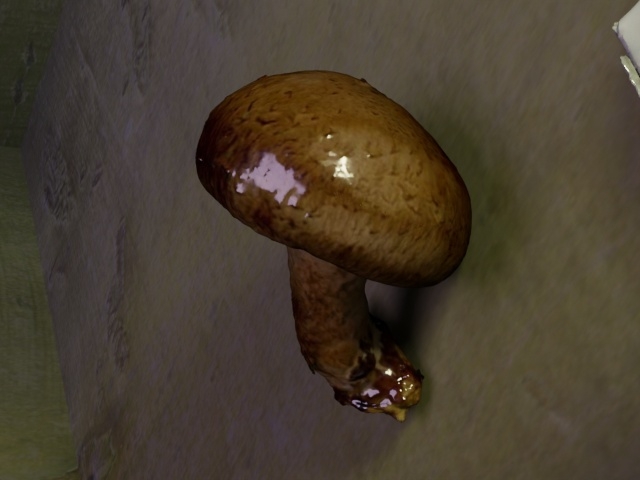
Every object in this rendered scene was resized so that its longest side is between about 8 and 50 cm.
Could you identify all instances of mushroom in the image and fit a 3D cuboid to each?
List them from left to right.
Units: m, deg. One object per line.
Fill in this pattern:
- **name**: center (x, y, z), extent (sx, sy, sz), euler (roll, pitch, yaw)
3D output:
- **mushroom**: center (-0.005, -0.017, 1.181), extent (0.356, 0.334, 0.331), euler (-57, 39, 25)

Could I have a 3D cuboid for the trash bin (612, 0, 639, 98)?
- **trash bin**: center (0.368, -0.136, 0.496), extent (0.368, 0.296, 0.255), euler (-43, 51, 36)
